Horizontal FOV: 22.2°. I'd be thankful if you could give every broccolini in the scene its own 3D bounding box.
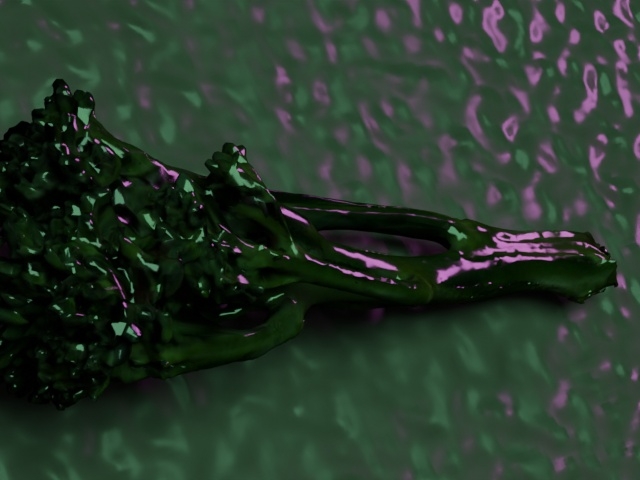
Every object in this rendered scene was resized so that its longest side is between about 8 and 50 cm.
[{"bbox_3d":[0.008,-0.002,0.404,0.201,0.058,0.074,-5,75,-32],"label":"broccolini"}]
